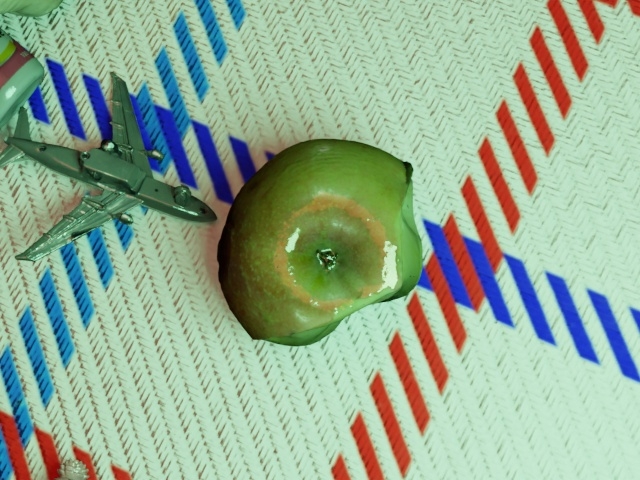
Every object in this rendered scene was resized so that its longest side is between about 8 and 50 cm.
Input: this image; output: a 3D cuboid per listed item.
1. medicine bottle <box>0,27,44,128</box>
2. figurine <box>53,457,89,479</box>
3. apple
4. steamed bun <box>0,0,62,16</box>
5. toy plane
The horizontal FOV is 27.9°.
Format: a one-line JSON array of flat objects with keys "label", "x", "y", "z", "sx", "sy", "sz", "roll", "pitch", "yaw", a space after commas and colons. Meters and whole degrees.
[{"label": "medicine bottle", "x": -0.375, "y": -0.202, "z": 1.241, "sx": 0.217, "sy": 0.090, "sz": 0.090, "roll": 40, "pitch": 82, "yaw": -8}, {"label": "figurine", "x": -0.263, "y": 0.253, "z": 1.172, "sx": 0.129, "sy": 0.054, "sz": 0.072, "roll": -24, "pitch": 60, "yaw": 6}, {"label": "apple", "x": 0.000, "y": 0.000, "z": 1.138, "sx": 0.207, "sy": 0.188, "sz": 0.174, "roll": -43, "pitch": 80, "yaw": -3}, {"label": "steamed bun", "x": -0.315, "y": -0.367, "z": 1.209, "sx": 0.207, "sy": 0.280, "sz": 0.268, "roll": 31, "pitch": 101, "yaw": 10}, {"label": "toy plane", "x": -0.207, "y": -0.062, "z": 1.239, "sx": 0.226, "sy": 0.058, "sz": 0.226, "roll": 16, "pitch": 62, "yaw": 9}]
